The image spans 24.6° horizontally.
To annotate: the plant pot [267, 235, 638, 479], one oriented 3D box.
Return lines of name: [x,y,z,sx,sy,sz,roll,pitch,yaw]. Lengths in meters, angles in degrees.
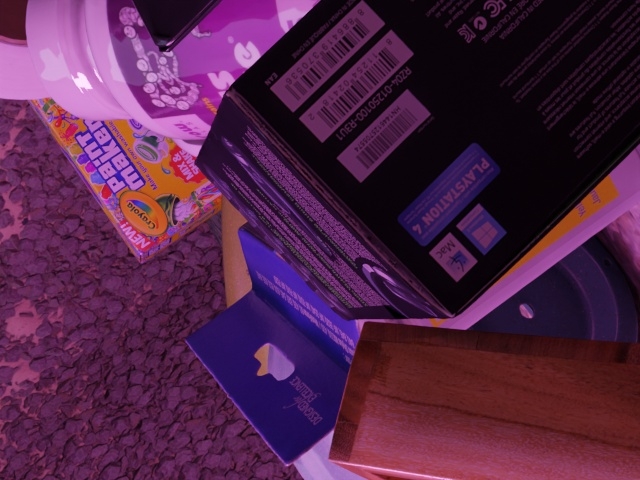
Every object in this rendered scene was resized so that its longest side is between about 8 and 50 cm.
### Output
plant pot: [0.128,0.085,1.167,0.293,0.293,0.196,54,145,11]

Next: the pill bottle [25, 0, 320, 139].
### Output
pill bottle: [-0.048,-0.154,0.978,0.302,0.169,0.169,-3,130,36]

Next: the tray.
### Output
tray: [0.204,0.142,0.741,0.203,0.076,0.411,3,159,37]

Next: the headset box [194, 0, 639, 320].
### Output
headset box: [0.073,-0.087,0.713,0.131,0.246,0.283,46,171,-3]

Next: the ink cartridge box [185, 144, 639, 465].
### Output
ink cartridge box: [0.046,0.000,1.042,0.072,0.307,0.303,60,171,-19]

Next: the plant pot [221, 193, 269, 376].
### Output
plant pot: [0.000,0.000,1.609,0.275,0.275,0.293,-149,40,-71]

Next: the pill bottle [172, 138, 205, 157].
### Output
pill bottle: [-0.080,-0.201,1.311,0.210,0.210,0.363,45,167,52]

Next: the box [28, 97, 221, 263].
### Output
box: [-0.197,-0.169,1.869,0.290,0.279,0.177,55,172,-1]

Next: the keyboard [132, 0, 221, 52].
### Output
keyboard: [-0.057,-0.204,0.867,0.023,0.180,0.108,0,-124,-55]

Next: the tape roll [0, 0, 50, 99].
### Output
tape roll: [-0.286,-0.279,1.437,0.100,0.286,0.286,-111,-4,-45]
